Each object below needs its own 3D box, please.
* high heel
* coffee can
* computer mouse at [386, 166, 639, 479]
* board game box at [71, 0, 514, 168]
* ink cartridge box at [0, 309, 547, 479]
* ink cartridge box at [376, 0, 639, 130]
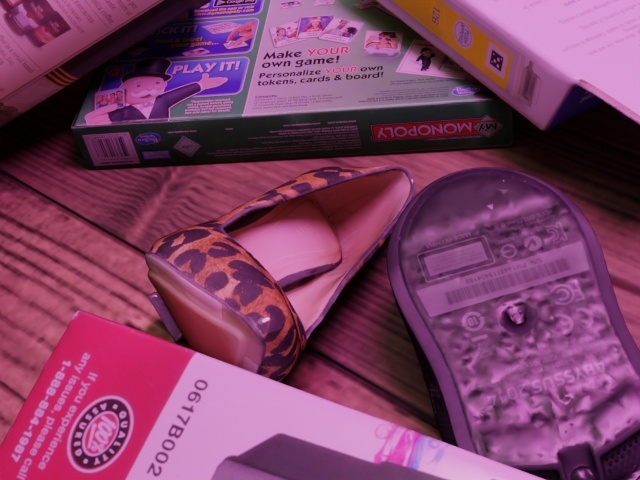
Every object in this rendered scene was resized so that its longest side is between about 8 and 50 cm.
[{"bbox_3d":[0.000,0.000,0.665,0.186,0.093,0.261,-31,7,-11],"label":"high heel"},{"bbox_3d":[-0.247,-0.189,0.863,0.275,0.201,0.201,-31,45,4],"label":"coffee can"},{"bbox_3d":[0.109,0.082,0.656,0.189,0.072,0.272,-13,55,3],"label":"computer mouse"},{"bbox_3d":[-0.011,-0.150,0.921,0.317,0.046,0.213,-2,45,12],"label":"board game box"},{"bbox_3d":[-0.012,0.187,0.501,0.306,0.131,0.226,15,68,27],"label":"ink cartridge box"},{"bbox_3d":[0.225,-0.186,0.849,0.304,0.072,0.307,-25,54,-25],"label":"ink cartridge box"}]
